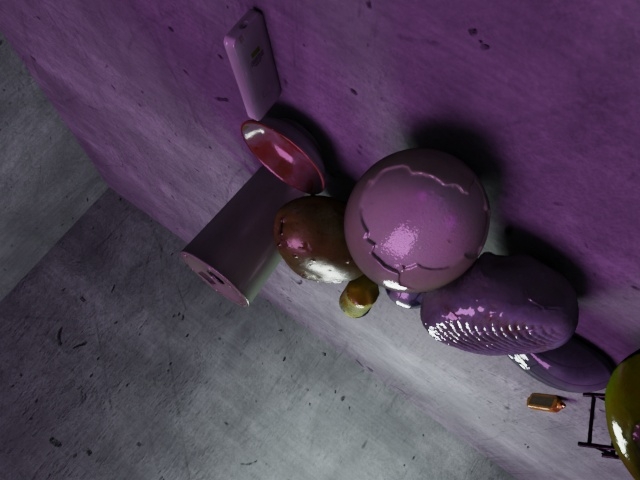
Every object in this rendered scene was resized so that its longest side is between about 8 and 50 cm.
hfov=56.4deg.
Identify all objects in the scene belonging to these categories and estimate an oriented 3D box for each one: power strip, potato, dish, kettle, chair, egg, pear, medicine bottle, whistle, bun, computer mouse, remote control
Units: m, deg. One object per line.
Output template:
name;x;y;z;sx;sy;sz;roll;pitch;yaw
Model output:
power strip;0.718;0.517;1.892;0.028;0.049;0.178;34;163;-7
potato;0.016;-0.003;1.593;0.269;0.219;0.359;-5;166;13
dish;-0.074;-0.233;1.503;0.260;0.085;0.260;34;164;11
kettle;-0.222;-0.021;1.827;0.250;0.377;0.361;43;161;-16
chair;0.771;0.448;1.419;0.141;0.155;0.260;29;156;-31
egg;0.185;-0.040;1.158;0.278;0.278;0.336;35;168;9
pear;0.729;0.400;1.151;0.398;0.165;0.399;24;129;34
medicine bottle;0.136;0.195;2.104;0.124;0.124;0.239;35;161;7
whistle;0.244;0.093;1.583;0.163;0.163;0.290;31;161;19
bun;0.389;0.132;1.302;0.354;0.194;0.354;6;158;2
computer mouse;0.554;0.280;1.525;0.371;0.122;0.188;34;162;20
remote control;-0.139;-0.365;1.272;0.034;0.103;0.250;29;161;18
